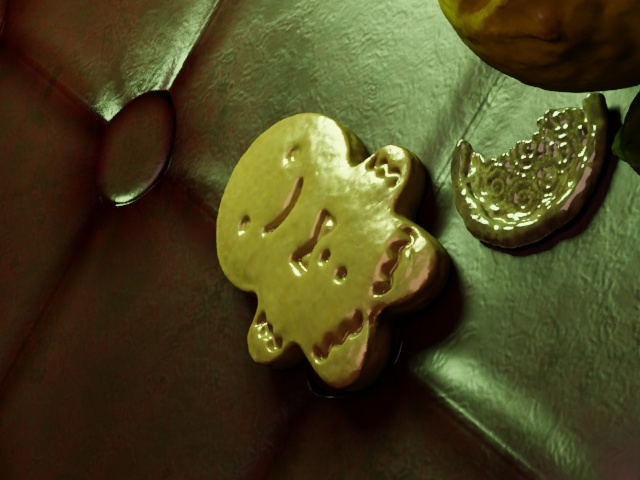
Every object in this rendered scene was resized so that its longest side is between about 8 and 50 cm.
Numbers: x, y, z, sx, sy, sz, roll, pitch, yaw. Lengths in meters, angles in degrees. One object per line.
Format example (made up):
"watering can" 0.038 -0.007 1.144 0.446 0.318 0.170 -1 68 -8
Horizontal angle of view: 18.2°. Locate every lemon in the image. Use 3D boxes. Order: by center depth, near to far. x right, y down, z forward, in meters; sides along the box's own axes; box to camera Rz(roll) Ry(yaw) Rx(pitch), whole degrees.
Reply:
"lemon" 0.235 -0.273 1.780 0.297 0.297 0.297 -23 55 38

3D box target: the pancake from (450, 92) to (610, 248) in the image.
"pancake" 0.202 -0.079 1.921 0.190 0.020 0.184 -50 41 17

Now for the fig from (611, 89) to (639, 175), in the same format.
"fig" 0.306 -0.093 1.754 0.177 0.117 0.117 -17 59 51

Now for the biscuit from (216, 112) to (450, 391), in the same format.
"biscuit" -0.002 -0.001 2.079 0.275 0.052 0.355 -52 43 15
